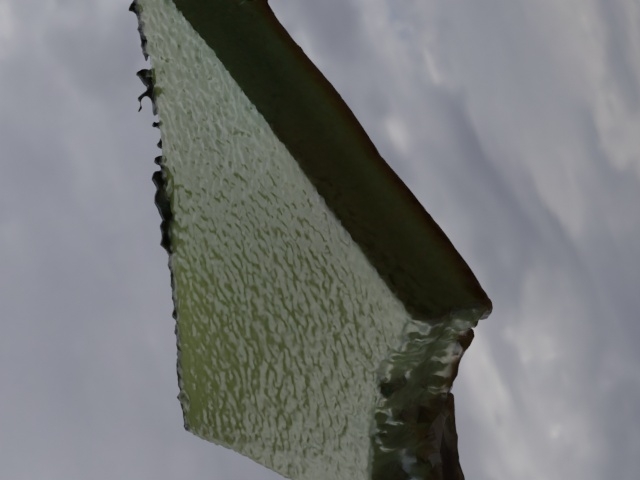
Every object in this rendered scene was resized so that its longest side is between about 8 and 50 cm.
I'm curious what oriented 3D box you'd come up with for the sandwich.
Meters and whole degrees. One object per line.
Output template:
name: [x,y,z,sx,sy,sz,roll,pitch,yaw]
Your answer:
sandwich: [0.000,0.000,0.829,0.063,0.212,0.245,-18,-69,-33]
